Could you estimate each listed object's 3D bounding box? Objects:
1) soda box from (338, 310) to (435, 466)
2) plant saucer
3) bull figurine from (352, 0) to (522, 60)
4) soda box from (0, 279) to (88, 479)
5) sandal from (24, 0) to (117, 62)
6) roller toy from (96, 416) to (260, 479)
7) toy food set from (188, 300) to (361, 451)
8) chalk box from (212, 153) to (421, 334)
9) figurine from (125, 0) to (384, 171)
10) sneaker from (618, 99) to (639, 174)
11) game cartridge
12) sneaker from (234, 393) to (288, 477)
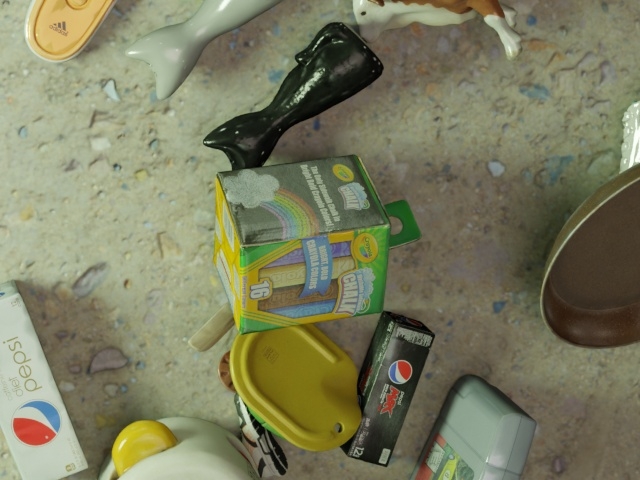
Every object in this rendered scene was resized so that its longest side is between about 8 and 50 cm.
[{"bbox_3d":[0.074,0.171,2.069,0.053,0.060,0.169,18,98,-18],"label":"soda box"},{"bbox_3d":[0.383,0.002,2.060,0.310,0.050,0.310,-17,141,-14],"label":"plant saucer"},{"bbox_3d":[0.174,-0.317,1.967,0.188,0.101,0.310,37,91,-22],"label":"bull figurine"},{"bbox_3d":[-0.326,0.158,1.948,0.074,0.069,0.216,-22,106,-10],"label":"soda box"},{"bbox_3d":[-0.221,-0.302,1.870,0.102,0.076,0.265,24,95,-20],"label":"sandal"},{"bbox_3d":[-0.152,0.301,1.977,0.191,0.146,0.209,13,103,-11],"label":"roller toy"},{"bbox_3d":[-0.052,0.149,2.023,0.218,0.071,0.128,44,62,-13],"label":"toy food set"},{"bbox_3d":[0.000,0.000,1.952,0.213,0.132,0.132,-7,132,-14],"label":"chalk box"},{"bbox_3d":[-0.076,-0.196,1.934,0.209,0.092,0.215,-42,109,1],"label":"figurine"},{"bbox_3d":[0.386,-0.111,2.089,0.092,0.087,0.229,32,100,7],"label":"sneaker"},{"bbox_3d":[0.148,0.312,2.050,0.060,0.196,0.294,21,95,-20],"label":"game cartridge"},{"bbox_3d":[-0.078,0.225,2.049,0.044,0.040,0.109,-19,96,29],"label":"sneaker"}]
